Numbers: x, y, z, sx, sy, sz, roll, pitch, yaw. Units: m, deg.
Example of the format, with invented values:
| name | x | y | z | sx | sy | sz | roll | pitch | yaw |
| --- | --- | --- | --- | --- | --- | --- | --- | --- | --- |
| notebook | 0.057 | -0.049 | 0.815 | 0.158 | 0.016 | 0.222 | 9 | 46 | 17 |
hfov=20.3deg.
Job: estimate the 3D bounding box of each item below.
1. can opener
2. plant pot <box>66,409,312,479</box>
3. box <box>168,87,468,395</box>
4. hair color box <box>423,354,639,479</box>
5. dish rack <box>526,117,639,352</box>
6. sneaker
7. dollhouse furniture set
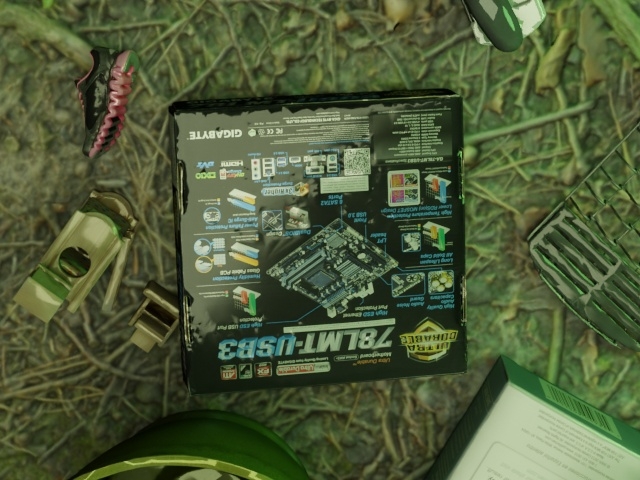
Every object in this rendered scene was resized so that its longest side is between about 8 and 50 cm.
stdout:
| name | x | y | z | sx | sy | sz | roll | pitch | yaw |
| --- | --- | --- | --- | --- | --- | --- | --- | --- | --- |
| can opener | 0.145 | -0.322 | 1.747 | 0.076 | 0.095 | 0.283 | -21 | 101 | 5 |
| plant pot | -0.123 | 0.331 | 1.764 | 0.366 | 0.353 | 0.366 | 0 | 102 | 2 |
| box | 0.000 | 0.000 | 1.812 | 0.295 | 0.073 | 0.293 | -4 | 103 | -8 |
| hair color box | 0.176 | 0.331 | 1.882 | 0.185 | 0.113 | 0.374 | 29 | 101 | -5 |
| dish rack | 0.355 | -0.018 | 1.822 | 0.208 | 0.074 | 0.271 | 42 | 100 | -7 |
| sneaker | -0.227 | -0.143 | 1.825 | 0.057 | 0.047 | 0.119 | 20 | 98 | 12 |
| dollhouse furniture set | -0.197 | 0.043 | 1.789 | 0.161 | 0.182 | 0.101 | 35 | 102 | -6 |
